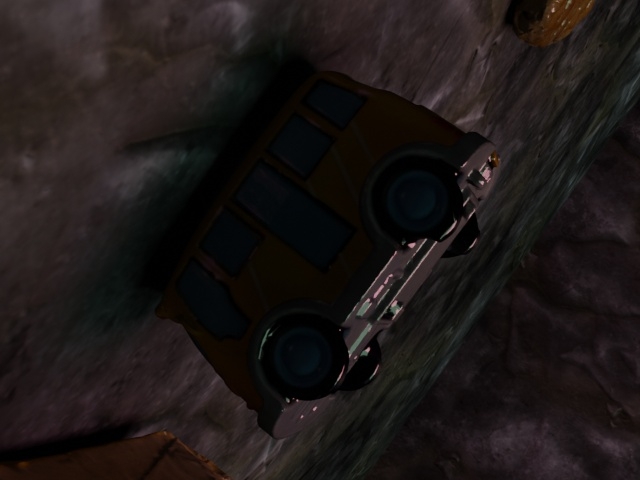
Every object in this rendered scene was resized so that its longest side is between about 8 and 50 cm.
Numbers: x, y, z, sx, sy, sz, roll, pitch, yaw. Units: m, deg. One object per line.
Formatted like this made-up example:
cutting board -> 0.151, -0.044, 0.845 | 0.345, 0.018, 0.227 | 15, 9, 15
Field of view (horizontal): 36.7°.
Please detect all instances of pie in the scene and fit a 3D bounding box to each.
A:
pie -> 0.242, -0.258, 0.908 | 0.195, 0.046, 0.195 | -50, 163, -21

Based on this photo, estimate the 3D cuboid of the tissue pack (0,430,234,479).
tissue pack -> -0.179, 0.326, 0.571 | 0.382, 0.228, 0.293 | -54, 163, 5

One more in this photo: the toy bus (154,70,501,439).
toy bus -> 0.001, 0.003, 0.575 | 0.209, 0.136, 0.126 | -55, 165, 4
